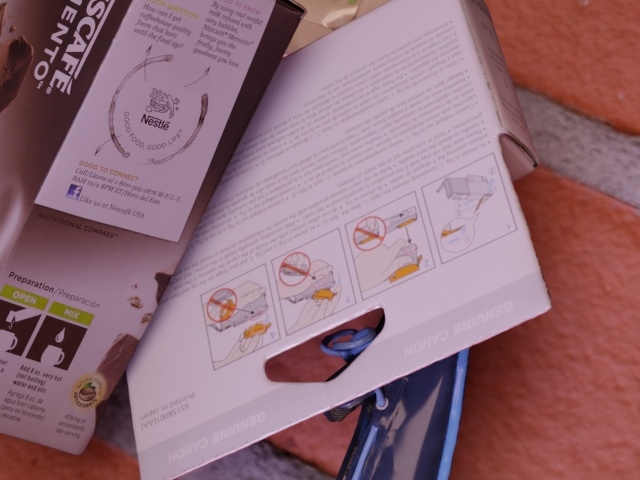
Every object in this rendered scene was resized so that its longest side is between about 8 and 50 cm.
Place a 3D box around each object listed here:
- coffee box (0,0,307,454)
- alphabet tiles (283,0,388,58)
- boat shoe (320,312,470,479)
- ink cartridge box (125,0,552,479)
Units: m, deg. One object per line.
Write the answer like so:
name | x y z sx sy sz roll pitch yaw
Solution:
coffee box | -0.158 -0.048 1.046 0.168 0.119 0.297 32 96 47
alphabet tiles | -0.011 -0.230 1.210 0.278 0.021 0.284 17 74 18
boat shoe | 0.037 0.098 1.032 0.089 0.109 0.258 10 70 2
ink cartridge box | 0.000 0.000 1.041 0.275 0.060 0.239 -26 58 20
